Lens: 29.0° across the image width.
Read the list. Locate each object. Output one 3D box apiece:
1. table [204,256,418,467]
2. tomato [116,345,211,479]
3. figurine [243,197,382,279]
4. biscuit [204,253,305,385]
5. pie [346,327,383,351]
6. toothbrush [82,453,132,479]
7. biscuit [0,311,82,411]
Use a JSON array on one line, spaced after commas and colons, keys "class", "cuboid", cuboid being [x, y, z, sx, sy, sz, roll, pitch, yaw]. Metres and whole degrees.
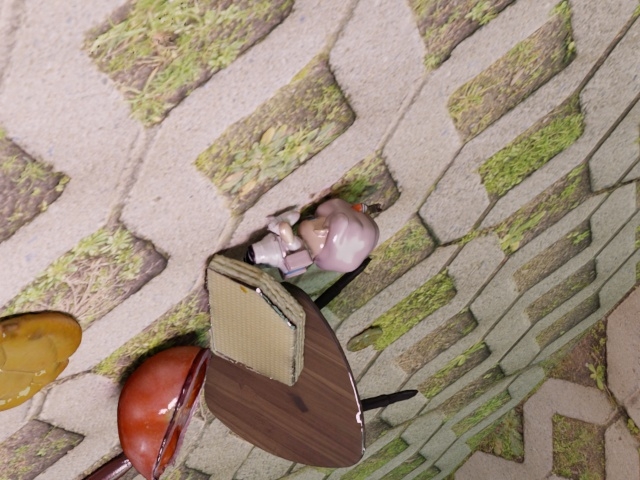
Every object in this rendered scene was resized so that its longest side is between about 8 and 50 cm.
[{"class": "table", "cuboid": [0.009, 0.177, 2.065, 0.249, 0.317, 0.317, -28, 162, -53]}, {"class": "tomato", "cuboid": [-0.258, 0.260, 1.953, 0.199, 0.112, 0.228, 84, 28, -78]}, {"class": "figurine", "cuboid": [0.000, 0.000, 1.809, 0.229, 0.112, 0.137, -15, 158, -19]}, {"class": "biscuit", "cuboid": [-0.096, 0.118, 1.848, 0.252, 0.150, 0.052, 91, 23, -56]}, {"class": "pie", "cuboid": [0.087, 0.199, 2.466, 0.085, 0.017, 0.085, -28, 159, -12]}, {"class": "toothbrush", "cuboid": [-0.394, 0.431, 2.241, 0.364, 0.041, 0.041, -35, 159, 2]}, {"class": "biscuit", "cuboid": [-0.422, 0.168, 1.638, 0.203, 0.041, 0.260, -40, 160, 14]}]
